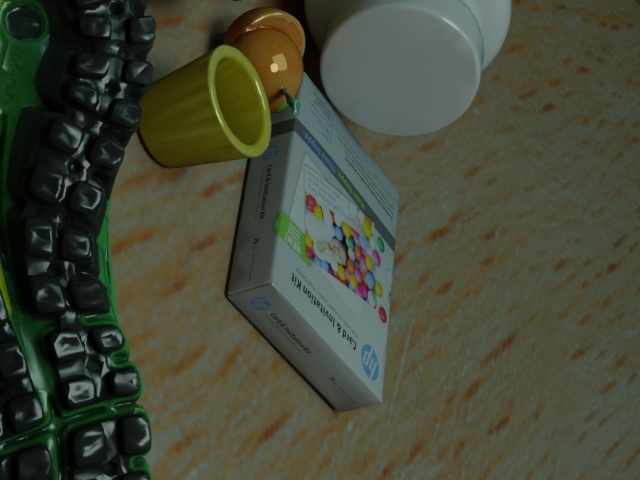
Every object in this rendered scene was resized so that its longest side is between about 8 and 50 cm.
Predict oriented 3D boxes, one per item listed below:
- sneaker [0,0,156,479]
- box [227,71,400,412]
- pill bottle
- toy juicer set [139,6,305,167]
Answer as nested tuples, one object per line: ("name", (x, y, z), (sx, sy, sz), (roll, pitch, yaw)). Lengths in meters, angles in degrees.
("sneaker", (-0.142, 0.034, 0.653), (0.134, 0.146, 0.344), (11, 79, -21))
("box", (0.000, 0.000, 1.059), (0.145, 0.038, 0.186), (50, 36, -40))
("pill bottle", (0.068, -0.203, 1.160), (0.152, 0.152, 0.272), (56, 28, -33))
("toy juicer set", (-0.077, -0.219, 0.967), (0.209, 0.089, 0.329), (-36, 108, -62))
